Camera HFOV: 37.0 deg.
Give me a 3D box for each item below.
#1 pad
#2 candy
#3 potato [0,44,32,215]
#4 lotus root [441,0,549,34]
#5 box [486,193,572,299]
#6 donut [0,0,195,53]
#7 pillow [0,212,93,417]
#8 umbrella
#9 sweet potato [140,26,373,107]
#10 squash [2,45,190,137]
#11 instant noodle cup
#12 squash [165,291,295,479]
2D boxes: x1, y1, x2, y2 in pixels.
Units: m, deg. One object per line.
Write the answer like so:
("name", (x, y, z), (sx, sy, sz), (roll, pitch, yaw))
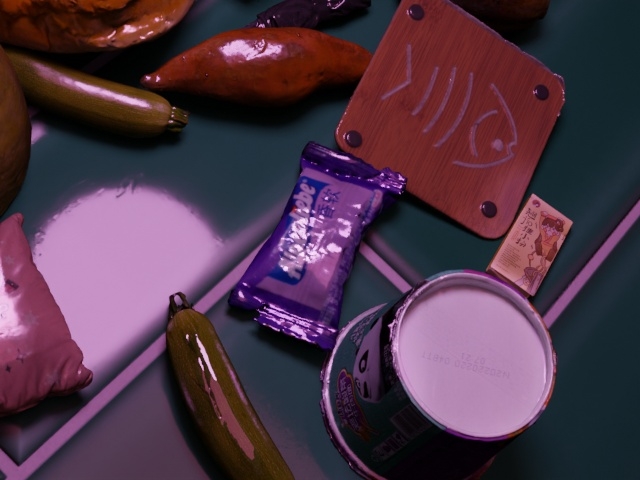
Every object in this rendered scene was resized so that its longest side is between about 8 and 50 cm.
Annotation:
("pad", (0.189, -0.179, 1.334), (0.284, 0.018, 0.287), (31, 71, -12))
("candy", (0.000, 0.000, 1.210), (0.145, 0.070, 0.275), (24, 66, 3))
("potato", (-0.414, -0.172, 1.018), (0.212, 0.280, 0.331), (-11, 81, -22))
("lotus root", (0.227, -0.378, 1.414), (0.240, 0.124, 0.123), (14, 48, -8))
("box", (0.290, 0.006, 1.318), (0.073, 0.020, 0.149), (34, 61, 1))
("donut", (-0.301, -0.368, 1.198), (0.329, 0.160, 0.330), (-1, 61, 2))
("pillow", (-0.390, 0.102, 1.038), (0.236, 0.084, 0.223), (-25, 74, -27))
("umbrella", (-0.026, -0.317, 1.352), (0.235, 0.059, 0.066), (-32, 121, -23))
("sweet potato", (-0.061, -0.230, 1.270), (0.359, 0.112, 0.112), (-9, 69, -20))
("squash", (-0.294, -0.180, 1.205), (0.258, 0.069, 0.069), (19, 63, -7))
("instant noodle cup", (0.142, 0.157, 1.110), (0.251, 0.190, 0.251), (6, 65, -14))
("squash", (-0.106, 0.196, 1.086), (0.080, 0.071, 0.319), (-26, 76, -26))
